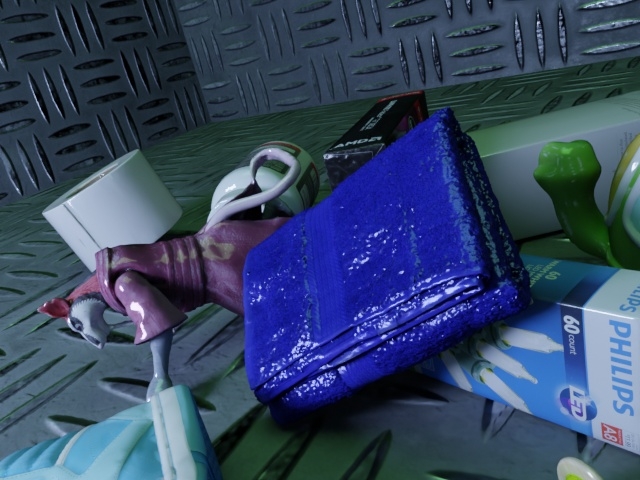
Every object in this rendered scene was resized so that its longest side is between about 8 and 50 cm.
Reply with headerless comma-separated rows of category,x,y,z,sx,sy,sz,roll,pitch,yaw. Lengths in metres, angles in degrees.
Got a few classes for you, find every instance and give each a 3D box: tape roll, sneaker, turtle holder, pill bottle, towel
tape roll,-0.451,-0.065,1.230,0.246,0.169,0.246,-27,23,13
sneaker,-0.171,0.237,0.416,0.208,0.127,0.319,-18,11,-14
turtle holder,0.419,-0.048,0.593,0.243,0.228,0.320,-18,21,-7
pill bottle,-0.109,-0.076,1.094,0.176,0.176,0.318,-10,21,13
towel,0.034,0.029,0.564,0.308,0.076,0.228,-34,51,31

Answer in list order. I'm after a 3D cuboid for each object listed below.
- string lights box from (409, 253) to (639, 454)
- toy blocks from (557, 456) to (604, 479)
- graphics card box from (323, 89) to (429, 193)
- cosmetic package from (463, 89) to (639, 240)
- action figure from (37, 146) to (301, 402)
string lights box,0.187,0.085,0.541,0.076,0.133,0.259,-28,24,-35
toy blocks,0.145,0.215,0.349,0.148,0.054,0.123,-23,23,-19
graphics card box,0.120,-0.089,0.896,0.094,0.233,0.371,-5,22,22
cosmetic package,0.396,-0.125,0.910,0.365,0.155,0.197,-14,20,4
action figure,-0.174,0.041,0.743,0.370,0.276,0.248,-9,23,-26
